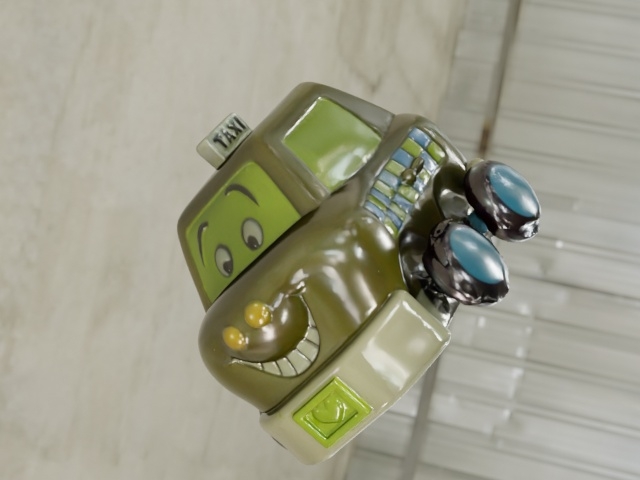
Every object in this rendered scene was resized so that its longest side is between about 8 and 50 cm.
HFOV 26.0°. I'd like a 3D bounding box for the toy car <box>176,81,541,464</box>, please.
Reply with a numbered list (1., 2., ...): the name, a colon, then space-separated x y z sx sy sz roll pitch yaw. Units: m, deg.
1. toy car: 0.000 0.000 0.890 0.204 0.198 0.248 -44 -174 36
